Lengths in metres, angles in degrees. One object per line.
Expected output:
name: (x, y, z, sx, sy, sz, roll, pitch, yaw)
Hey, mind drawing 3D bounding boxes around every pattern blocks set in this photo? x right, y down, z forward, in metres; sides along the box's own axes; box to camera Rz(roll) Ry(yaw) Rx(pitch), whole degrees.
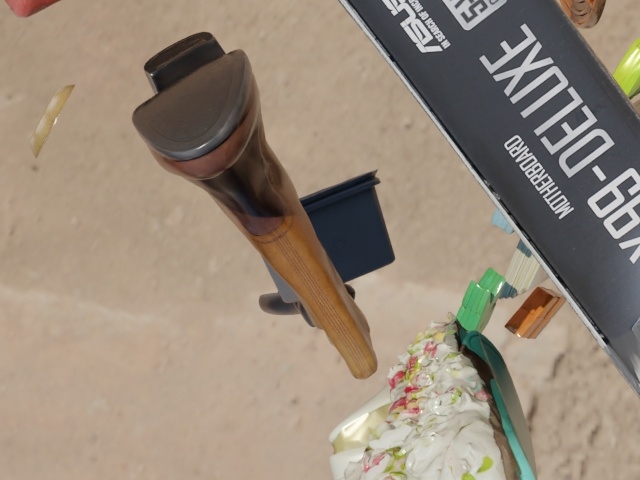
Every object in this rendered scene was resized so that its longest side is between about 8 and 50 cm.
pattern blocks set: (0.210, -0.036, 1.258, 0.026, 0.325, 0.285, 35, 139, 22)

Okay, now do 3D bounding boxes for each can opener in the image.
can opener: (-0.015, 0.059, 1.785, 0.059, 0.186, 0.073, -13, 89, -20)

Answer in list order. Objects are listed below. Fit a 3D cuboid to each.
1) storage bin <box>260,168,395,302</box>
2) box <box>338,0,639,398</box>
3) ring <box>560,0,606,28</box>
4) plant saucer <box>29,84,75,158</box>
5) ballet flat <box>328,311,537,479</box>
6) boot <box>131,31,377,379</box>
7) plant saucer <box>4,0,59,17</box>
storage bin: (0.000, 0.000, 1.578, 0.098, 0.135, 0.091, -16, 95, 65)
box: (0.113, -0.064, 0.843, 0.076, 0.307, 0.242, -36, 99, 10)
ring: (0.165, -0.317, 1.176, 0.032, 0.336, 0.336, -5, 125, 0)
plant saucer: (-0.267, -0.120, 1.634, 0.015, 0.083, 0.083, 28, 127, -10)
ballet flat: (0.037, 0.078, 0.588, 0.077, 0.241, 0.091, -18, 90, 6)
boot: (-0.042, -0.005, 1.258, 0.096, 0.264, 0.280, -30, 108, -5)
plant saucer: (-0.303, -0.413, 1.875, 0.258, 0.259, 0.048, 54, 155, 8)
